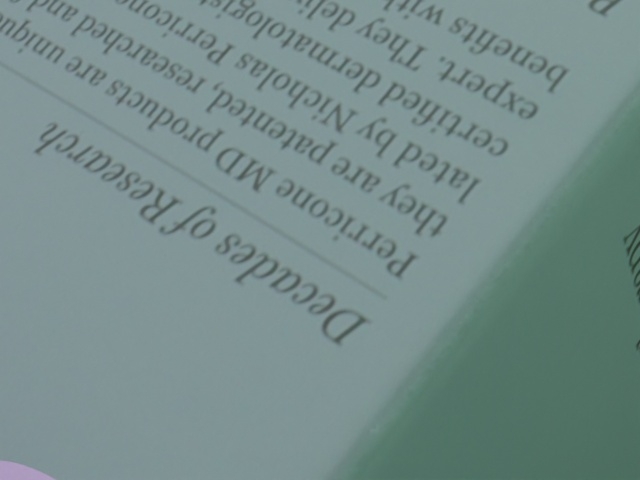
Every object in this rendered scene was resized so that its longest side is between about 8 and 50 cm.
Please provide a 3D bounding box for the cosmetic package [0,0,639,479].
[{"bbox_3d":[0.000,0.000,0.716,0.327,0.393,0.329,30,-17,30],"label":"cosmetic package"}]
